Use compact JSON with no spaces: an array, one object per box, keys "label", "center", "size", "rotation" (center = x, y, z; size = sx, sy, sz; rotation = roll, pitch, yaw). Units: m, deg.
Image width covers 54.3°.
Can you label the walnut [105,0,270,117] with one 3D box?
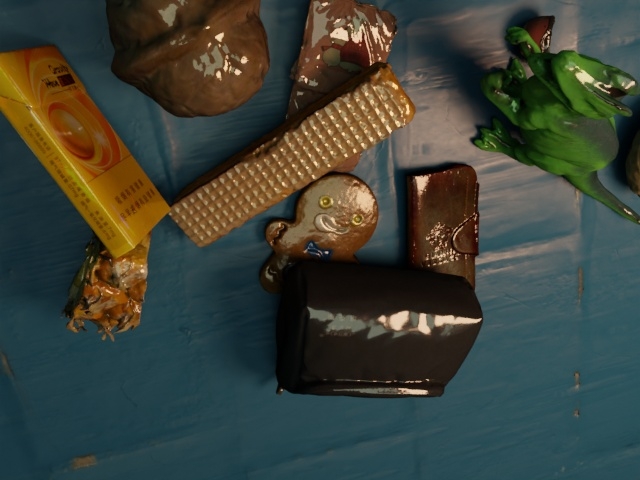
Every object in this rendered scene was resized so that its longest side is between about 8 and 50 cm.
[{"label":"walnut","center":[-0.162,-0.253,0.763],"size":[0.224,0.224,0.224],"rotation":[-5,113,-11]}]

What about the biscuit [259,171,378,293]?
[{"label":"biscuit","center":[0.000,0.000,1.004],"size":[0.180,0.039,0.236],"rotation":[26,102,-20]}]

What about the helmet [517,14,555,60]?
[{"label":"helmet","center":[0.323,-0.299,0.946],"size":[0.049,0.065,0.084],"rotation":[12,125,24]}]

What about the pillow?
[{"label":"pillow","center":[0.020,-0.221,0.903],"size":[0.135,0.049,0.248],"rotation":[7,118,-14]}]

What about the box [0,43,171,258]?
[{"label":"box","center":[-0.305,-0.118,0.798],"size":[0.043,0.152,0.269],"rotation":[-30,105,14]}]

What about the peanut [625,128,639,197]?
[{"label":"peanut","center":[0.601,-0.200,1.009],"size":[0.136,0.120,0.298],"rotation":[-2,121,-62]}]

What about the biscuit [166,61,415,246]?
[{"label":"biscuit","center":[-0.046,-0.116,0.893],"size":[0.378,0.054,0.094],"rotation":[-31,114,16]}]

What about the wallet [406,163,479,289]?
[{"label":"wallet","center":[0.206,-0.002,1.050],"size":[0.137,0.031,0.255],"rotation":[-9,115,-13]}]

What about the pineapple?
[{"label":"pineapple","center":[-0.292,0.043,0.897],"size":[0.114,0.186,0.236],"rotation":[13,150,-25]}]

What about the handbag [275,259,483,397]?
[{"label":"handbag","center":[0.079,0.180,0.994],"size":[0.302,0.178,0.275],"rotation":[4,122,-14]}]

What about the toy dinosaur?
[{"label":"toy dinosaur","center":[0.413,-0.129,0.872],"size":[0.500,0.374,0.144],"rotation":[28,95,-19]}]
